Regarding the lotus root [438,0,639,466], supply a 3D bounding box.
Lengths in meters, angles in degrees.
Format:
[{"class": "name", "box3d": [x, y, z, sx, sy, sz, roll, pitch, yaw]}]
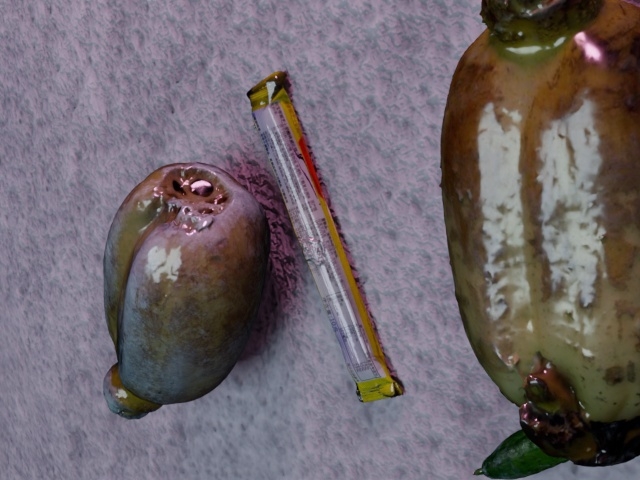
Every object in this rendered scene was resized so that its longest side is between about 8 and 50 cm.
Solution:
[{"class": "lotus root", "box3d": [0.156, -0.027, 0.695, 0.173, 0.173, 0.309, 11, 115, 48]}]

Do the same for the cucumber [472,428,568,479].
[{"class": "cucumber", "box3d": [0.165, 0.148, 0.855, 0.155, 0.037, 0.037, -35, 78, 50]}]

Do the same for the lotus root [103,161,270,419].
[{"class": "lotus root", "box3d": [-0.128, 0.065, 1.093, 0.322, 0.140, 0.158, 109, 145, -46]}]

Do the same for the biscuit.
[{"class": "biscuit", "box3d": [0.000, 0.000, 0.996, 0.048, 0.026, 0.292, -19, 92, 48]}]
